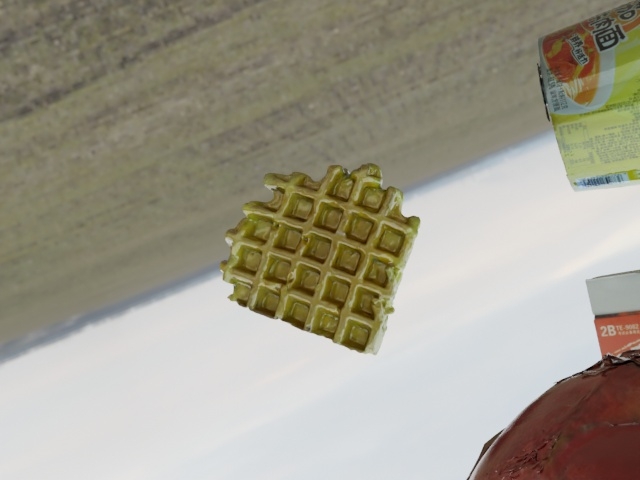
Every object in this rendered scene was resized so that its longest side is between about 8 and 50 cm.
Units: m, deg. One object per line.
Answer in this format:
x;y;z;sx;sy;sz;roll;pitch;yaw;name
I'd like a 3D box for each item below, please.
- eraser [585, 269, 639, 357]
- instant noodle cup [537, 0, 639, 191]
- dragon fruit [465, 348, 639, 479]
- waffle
0.449;0.150;1.594;0.157;0.230;0.038;-12;-178;43;eraser
0.391;-0.180;1.499;0.200;0.264;0.264;-14;-177;18;instant noodle cup
0.225;0.209;0.726;0.296;0.295;0.302;-22;166;-47;dragon fruit
0.000;0.000;1.452;0.229;0.219;0.057;21;-179;12;waffle
